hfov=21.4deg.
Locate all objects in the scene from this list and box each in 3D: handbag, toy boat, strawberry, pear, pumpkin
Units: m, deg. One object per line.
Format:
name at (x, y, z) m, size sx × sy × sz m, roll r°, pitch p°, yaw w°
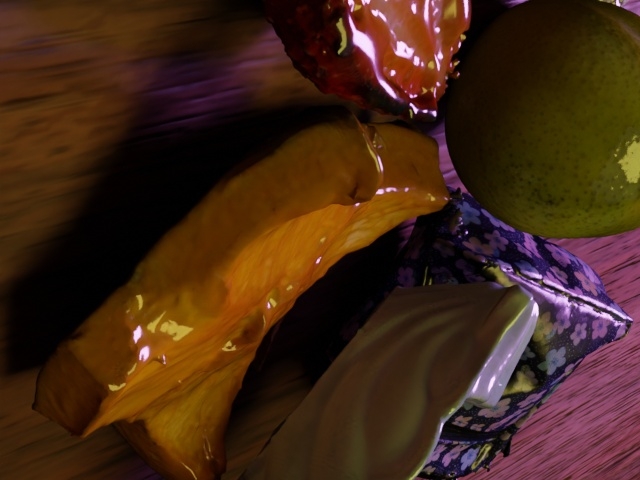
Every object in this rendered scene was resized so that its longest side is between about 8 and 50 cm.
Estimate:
handbag at (0.104, 0.081, 1.269) m, size 0.229 × 0.127 × 0.208 m, roll 24°, pitch 117°, yaw -44°
toy boat at (0.026, 0.133, 1.104) m, size 0.290 × 0.100 × 0.199 m, roll -50°, pitch 178°, yaw -4°
strawberry at (0.022, -0.139, 0.902) m, size 0.192 × 0.085 × 0.140 m, roll -6°, pitch 113°, yaw -63°
pear at (0.187, -0.070, 1.128) m, size 0.166 × 0.216 × 0.180 m, roll -60°, pitch 149°, yaw 6°
pumpkin at (-0.051, 0.039, 0.975) m, size 0.290 × 0.095 × 0.258 m, roll -49°, pitch 165°, yaw 11°

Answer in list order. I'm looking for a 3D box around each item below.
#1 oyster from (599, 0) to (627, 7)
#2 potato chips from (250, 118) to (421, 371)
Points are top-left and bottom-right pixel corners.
oyster at (0.193, -0.143, 1.251) m, size 0.098 × 0.037 × 0.100 m, roll -38°, pitch 152°, yaw -28°
potato chips at (0.000, 0.000, 1.114) m, size 0.026 × 0.037 × 0.204 m, roll 10°, pitch 120°, yaw -52°
